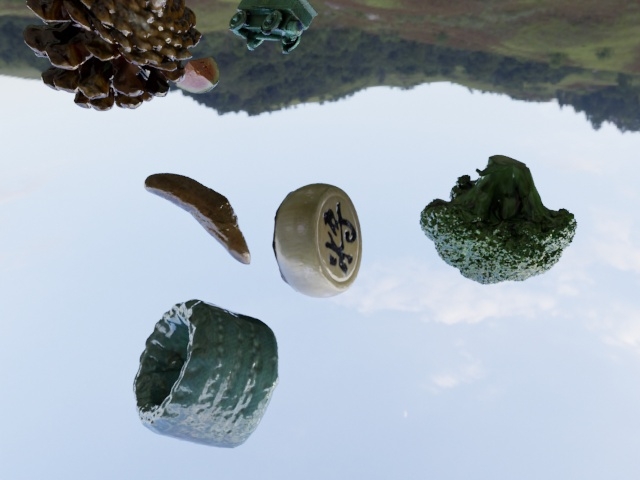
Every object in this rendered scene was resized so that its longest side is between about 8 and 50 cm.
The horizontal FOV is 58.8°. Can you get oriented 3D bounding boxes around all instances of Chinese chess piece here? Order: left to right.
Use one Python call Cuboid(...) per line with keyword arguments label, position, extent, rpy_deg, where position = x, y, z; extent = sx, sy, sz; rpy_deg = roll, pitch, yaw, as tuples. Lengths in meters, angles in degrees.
Cuboid(label="Chinese chess piece", position=(0.000, 0.000, 1.268), extent=(0.104, 0.257, 0.257), rpy_deg=(-4, -153, 29))

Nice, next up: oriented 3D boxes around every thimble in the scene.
Cuboid(label="thimble", position=(-0.175, 0.197, 0.836), extent=(0.235, 0.143, 0.199), rpy_deg=(-33, -137, 45))

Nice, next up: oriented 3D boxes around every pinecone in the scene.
Cuboid(label="pinecone", position=(-0.335, -0.317, 0.887), extent=(0.264, 0.264, 0.264), rpy_deg=(-5, -151, 3))

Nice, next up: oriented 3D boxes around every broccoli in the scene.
Cuboid(label="broccoli", position=(0.426, -0.039, 1.374), extent=(0.321, 0.310, 0.413), rpy_deg=(51, -143, 15))

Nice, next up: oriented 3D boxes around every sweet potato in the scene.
Cuboid(label="sweet potato", position=(-0.288, -0.077, 1.447), extent=(0.114, 0.341, 0.092), rpy_deg=(-51, -174, 6))

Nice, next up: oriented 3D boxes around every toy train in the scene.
Cuboid(label="toy train", position=(-0.086, -0.385, 0.985), extent=(0.172, 0.070, 0.100), rpy_deg=(21, -100, 41))

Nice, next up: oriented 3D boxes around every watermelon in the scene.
Cuboid(label="watermelon", position=(-0.362, -0.475, 1.627), extent=(0.135, 0.094, 0.125), rpy_deg=(-18, -117, 11))
